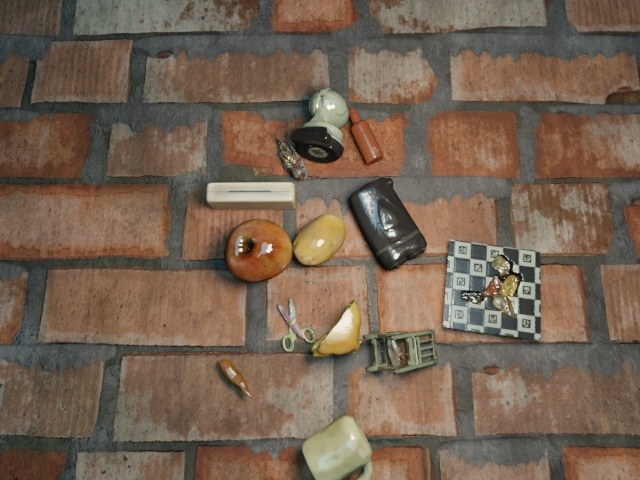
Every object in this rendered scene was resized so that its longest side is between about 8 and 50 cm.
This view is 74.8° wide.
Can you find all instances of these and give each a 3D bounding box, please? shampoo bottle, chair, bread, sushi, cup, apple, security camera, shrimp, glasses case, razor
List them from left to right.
[{"bbox_3d":[-0.265,-0.172,1.639,0.336,0.144,0.076,0,80,-1],"label":"glasses case"},{"bbox_3d":[-0.229,0.044,1.567,0.253,0.253,0.253,0,79,0],"label":"apple"},{"bbox_3d":[-0.129,-0.338,1.708,0.090,0.079,0.233,-42,77,31],"label":"shrimp"},{"bbox_3d":[0.018,-0.469,1.675,0.197,0.191,0.277,5,75,29],"label":"security camera"},{"bbox_3d":[0.085,0.354,1.531,0.133,0.174,0.251,40,77,4],"label":"bread"},{"bbox_3d":[0.082,0.760,1.444,0.202,0.173,0.255,-31,80,-4],"label":"cup"},{"bbox_3d":[0.175,-0.431,1.719,0.085,0.085,0.244,-23,80,-5],"label":"shampoo bottle"},{"bbox_3d":[0.260,-0.067,1.635,0.204,0.113,0.349,-26,78,-6],"label":"razor"},{"bbox_3d":[0.296,0.405,1.550,0.270,0.147,0.136,3,78,-44],"label":"chair"},{"bbox_3d":[0.654,0.188,1.614,0.359,0.064,0.343,7,75,2],"label":"sushi"}]

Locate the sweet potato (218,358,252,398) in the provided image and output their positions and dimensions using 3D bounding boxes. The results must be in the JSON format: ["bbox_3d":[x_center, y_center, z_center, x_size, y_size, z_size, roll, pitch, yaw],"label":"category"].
[{"bbox_3d":[-0.311,0.512,1.549,0.195,0.056,0.056,41,82,16],"label":"sweet potato"}]

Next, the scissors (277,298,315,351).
[{"bbox_3d":[-0.108,0.322,1.606,0.133,0.020,0.187,-21,81,0],"label":"scissors"}]

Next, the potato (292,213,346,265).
[{"bbox_3d":[0.000,0.000,1.617,0.234,0.146,0.150,-44,114,-8],"label":"potato"}]
